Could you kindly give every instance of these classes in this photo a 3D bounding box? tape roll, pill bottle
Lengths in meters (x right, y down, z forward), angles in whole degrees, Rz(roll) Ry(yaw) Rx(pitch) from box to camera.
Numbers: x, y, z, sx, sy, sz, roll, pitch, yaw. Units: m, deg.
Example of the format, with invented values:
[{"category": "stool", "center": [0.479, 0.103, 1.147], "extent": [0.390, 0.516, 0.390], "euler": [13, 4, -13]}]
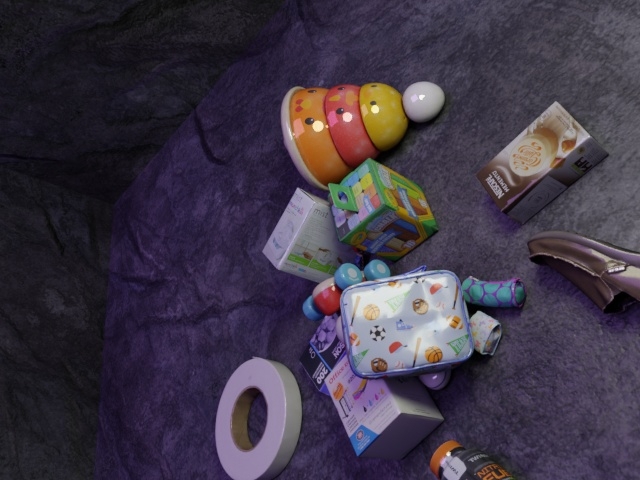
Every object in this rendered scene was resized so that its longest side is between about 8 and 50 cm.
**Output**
[{"category": "tape roll", "center": [-0.210, 0.583, 1.830], "extent": [0.392, 0.072, 0.392], "euler": [-26, 54, 42]}, {"category": "pill bottle", "center": [0.339, 0.523, 1.154], "extent": [0.245, 0.130, 0.130], "euler": [33, 99, 51]}]

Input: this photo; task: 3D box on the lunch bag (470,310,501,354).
[{"category": "lunch bag", "center": [0.383, 0.216, 1.309], "extent": [0.071, 0.053, 0.083], "euler": [30, 106, 54]}]

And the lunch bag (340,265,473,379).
[{"category": "lunch bag", "center": [0.201, 0.190, 1.304], "extent": [0.303, 0.115, 0.243], "euler": [-9, 70, 1]}]

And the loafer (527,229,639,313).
[{"category": "loafer", "center": [0.559, 0.074, 1.096], "extent": [0.366, 0.133, 0.130], "euler": [22, 90, 52]}]

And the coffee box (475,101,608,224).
[{"category": "coffee box", "center": [0.509, -0.176, 1.303], "extent": [0.246, 0.098, 0.141], "euler": [-46, 43, 26]}]

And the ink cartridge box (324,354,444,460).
[{"category": "ink cartridge box", "center": [0.152, 0.397, 1.404], "extent": [0.171, 0.168, 0.233], "euler": [-52, 40, 21]}]

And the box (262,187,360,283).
[{"category": "box", "center": [0.000, 0.000, 1.698], "extent": [0.127, 0.262, 0.231], "euler": [41, 106, 51]}]

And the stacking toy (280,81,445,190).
[{"category": "stacking toy", "center": [0.149, -0.378, 1.727], "extent": [0.479, 0.350, 0.351], "euler": [-16, 60, 26]}]

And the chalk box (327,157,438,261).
[{"category": "chalk box", "center": [0.148, -0.089, 1.539], "extent": [0.179, 0.289, 0.180], "euler": [-41, 46, 31]}]

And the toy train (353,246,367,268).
[{"category": "toy train", "center": [0.115, 0.017, 1.671], "extent": [0.027, 0.036, 0.158], "euler": [24, 132, 46]}]

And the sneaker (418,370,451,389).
[{"category": "sneaker", "center": [0.221, 0.236, 1.406], "extent": [0.102, 0.161, 0.282], "euler": [-40, 47, 29]}]

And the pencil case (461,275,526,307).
[{"category": "pencil case", "center": [0.404, 0.121, 1.316], "extent": [0.151, 0.064, 0.070], "euler": [-1, 97, 49]}]

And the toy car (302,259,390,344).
[{"category": "toy car", "center": [0.103, 0.212, 1.554], "extent": [0.219, 0.210, 0.238], "euler": [-46, 59, 42]}]

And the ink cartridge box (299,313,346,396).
[{"category": "ink cartridge box", "center": [0.040, 0.343, 1.665], "extent": [0.206, 0.045, 0.208], "euler": [-59, 40, 11]}]
